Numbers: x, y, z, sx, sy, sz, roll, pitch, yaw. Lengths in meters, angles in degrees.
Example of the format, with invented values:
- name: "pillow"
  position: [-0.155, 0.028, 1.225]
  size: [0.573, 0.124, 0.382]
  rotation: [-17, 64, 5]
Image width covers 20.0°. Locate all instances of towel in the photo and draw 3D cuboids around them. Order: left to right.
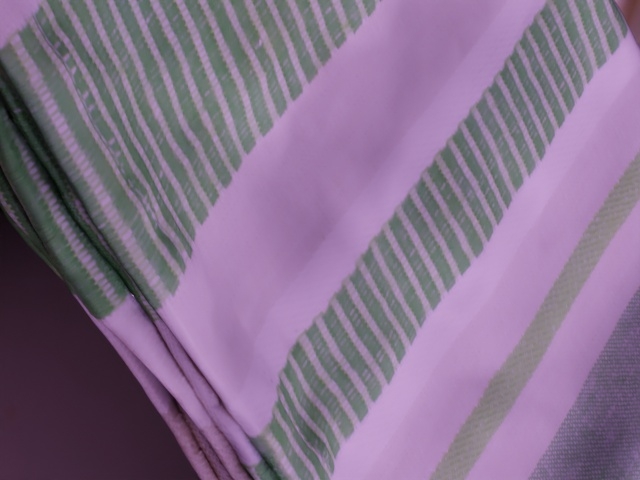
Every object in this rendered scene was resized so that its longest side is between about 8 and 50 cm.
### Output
- name: "towel"
  position: [0.027, -0.026, 0.531]
  size: [0.038, 0.325, 0.248]
  rotation: [-3, -140, 43]

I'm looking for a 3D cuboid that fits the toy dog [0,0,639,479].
- name: "toy dog"
  position: [0.000, 0.000, 0.686]
  size: [0.408, 0.284, 0.395]
  rotation: [-59, 167, -29]
